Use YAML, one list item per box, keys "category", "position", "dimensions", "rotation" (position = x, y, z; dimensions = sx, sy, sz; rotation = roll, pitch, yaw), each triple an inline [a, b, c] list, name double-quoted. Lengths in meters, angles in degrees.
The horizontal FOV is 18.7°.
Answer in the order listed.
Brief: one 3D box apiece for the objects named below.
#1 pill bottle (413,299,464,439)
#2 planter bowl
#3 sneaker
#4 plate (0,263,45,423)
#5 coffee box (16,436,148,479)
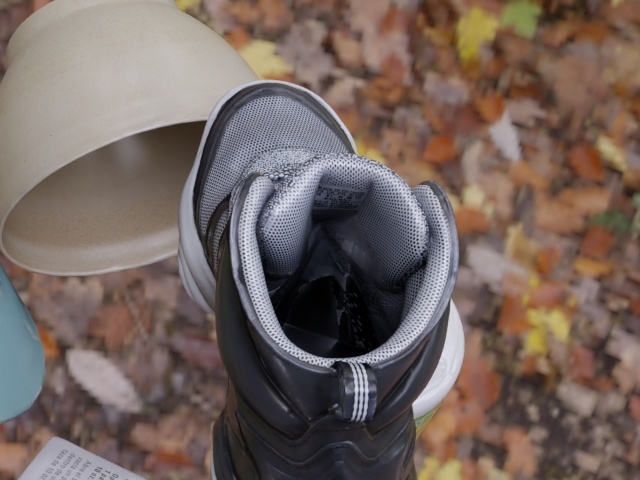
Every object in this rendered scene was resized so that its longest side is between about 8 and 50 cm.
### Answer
- category: "pill bottle"
  position: [0.007, 0.121, 1.436]
  dimensions: [0.136, 0.246, 0.136]
  rotation: [7, 58, -12]
- category: "planter bowl"
  position: [-0.105, -0.067, 1.025]
  dimensions: [0.162, 0.162, 0.109]
  rotation: [-12, 67, -20]
- category: "sneaker"
  position: [0.000, 0.000, 0.793]
  dimensions: [0.101, 0.153, 0.268]
  rotation: [1, 48, -10]
- category: "plate"
  position: [-0.158, -0.014, 0.602]
  dimensions: [0.188, 0.024, 0.188]
  rotation: [37, 13, -10]
- category: "coffee box"
  position: [-0.033, 0.241, 0.946]
  dimensions: [0.297, 0.168, 0.119]
  rotation: [22, 50, 18]
